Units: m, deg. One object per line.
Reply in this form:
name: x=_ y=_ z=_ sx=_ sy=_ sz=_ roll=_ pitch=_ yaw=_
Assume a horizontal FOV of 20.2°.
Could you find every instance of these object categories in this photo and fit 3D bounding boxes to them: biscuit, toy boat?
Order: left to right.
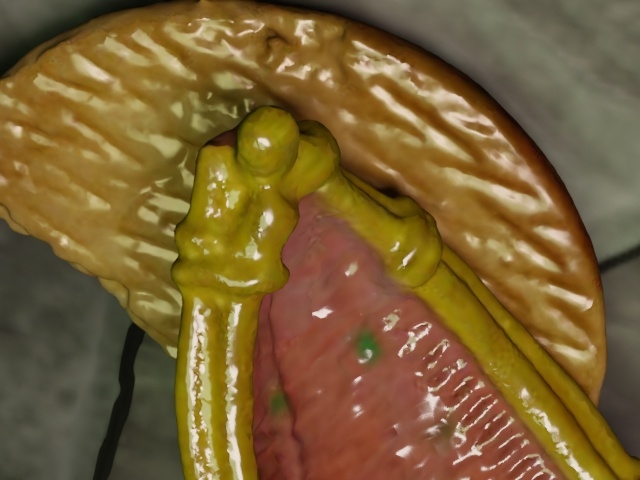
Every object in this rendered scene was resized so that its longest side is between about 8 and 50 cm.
biscuit: x=0.000 y=-0.001 z=0.552 sx=0.224 sy=0.033 sz=0.144 roll=34 pitch=118 yaw=-10
toy boat: x=0.053 y=0.106 z=0.508 sx=0.318 sy=0.141 sz=0.099 roll=54 pitch=153 yaw=-7
